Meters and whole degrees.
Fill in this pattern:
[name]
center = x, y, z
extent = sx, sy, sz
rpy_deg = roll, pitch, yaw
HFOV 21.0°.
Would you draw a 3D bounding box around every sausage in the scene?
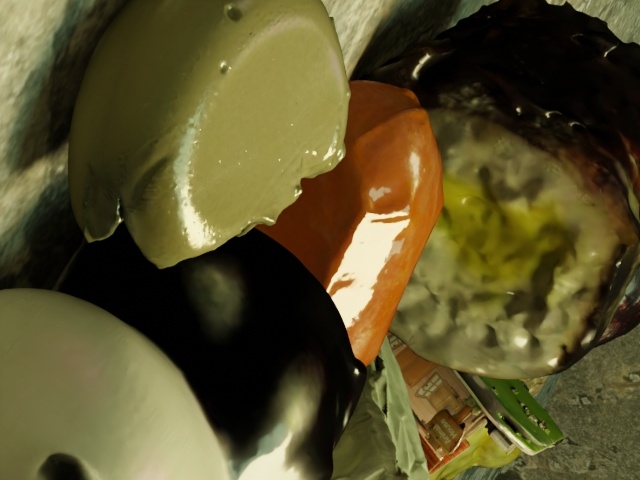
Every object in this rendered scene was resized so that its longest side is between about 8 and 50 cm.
[sausage]
center = -0.001, 0.000, 1.334
extent = 0.141, 0.153, 0.268
rpy_deg = -6, 125, -65

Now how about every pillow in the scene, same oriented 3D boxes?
[pillow]
center = -0.006, 0.215, 1.568
extent = 0.138, 0.310, 0.283
rpy_deg = 7, 128, -25

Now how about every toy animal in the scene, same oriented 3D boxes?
[toy animal]
center = -0.127, 0.127, 1.036
extent = 0.310, 0.251, 0.251
rpy_deg = -53, 165, -51

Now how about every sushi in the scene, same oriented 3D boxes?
[sushi]
center = 0.172, -0.056, 1.548
extent = 0.281, 0.299, 0.294
rpy_deg = -47, 175, 40

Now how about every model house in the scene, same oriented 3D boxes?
[model house]
center = 0.081, 0.132, 1.702
extent = 0.154, 0.294, 0.207
rpy_deg = -42, 168, 11

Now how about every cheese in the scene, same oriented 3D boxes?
[cheese]
center = -0.070, -0.072, 1.017
extent = 0.202, 0.091, 0.175
rpy_deg = -45, 136, -40

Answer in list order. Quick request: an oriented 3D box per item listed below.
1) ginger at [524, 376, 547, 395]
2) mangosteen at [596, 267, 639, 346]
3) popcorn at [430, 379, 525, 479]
[ginger]
center = 0.180, 0.174, 2.279
extent = 0.375, 0.176, 0.256
rpy_deg = -54, 147, -15
[mangosteen]
center = 0.255, -0.015, 1.912
extent = 0.293, 0.297, 0.297
rpy_deg = -58, 166, 3
[popcorn]
center = 0.138, 0.173, 2.056
extent = 0.256, 0.195, 0.255
rpy_deg = -49, 126, -19
